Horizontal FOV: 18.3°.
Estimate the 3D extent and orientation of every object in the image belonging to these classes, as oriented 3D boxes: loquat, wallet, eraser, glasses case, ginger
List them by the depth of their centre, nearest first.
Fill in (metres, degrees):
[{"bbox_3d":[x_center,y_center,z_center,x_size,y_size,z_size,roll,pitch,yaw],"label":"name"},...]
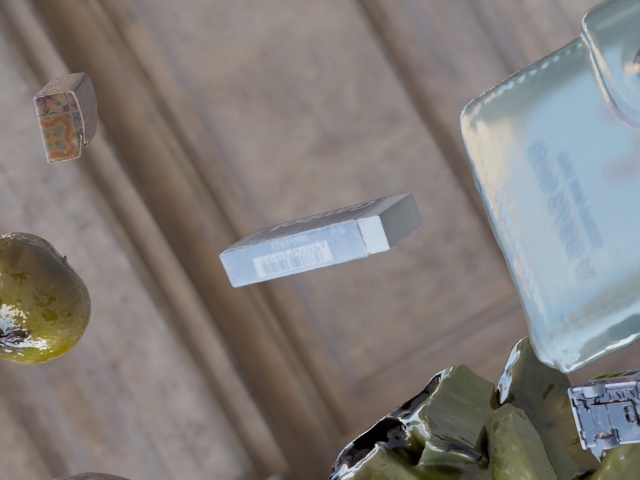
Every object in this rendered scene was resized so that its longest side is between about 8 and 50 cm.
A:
[{"bbox_3d":[0.276,-0.081,1.480,0.083,0.360,0.252,14,-127,-54],"label":"wallet"},{"bbox_3d":[0.221,0.261,1.974,0.211,0.413,0.358,-34,67,61],"label":"ginger"},{"bbox_3d":[0.000,0.000,2.176,0.092,0.212,0.046,-33,-74,-55],"label":"eraser"},{"bbox_3d":[-0.278,-0.139,2.210,0.218,0.049,0.075,-106,4,-80],"label":"glasses case"},{"bbox_3d":[-0.364,0.068,2.455,0.172,0.149,0.204,33,-154,-6],"label":"loquat"}]

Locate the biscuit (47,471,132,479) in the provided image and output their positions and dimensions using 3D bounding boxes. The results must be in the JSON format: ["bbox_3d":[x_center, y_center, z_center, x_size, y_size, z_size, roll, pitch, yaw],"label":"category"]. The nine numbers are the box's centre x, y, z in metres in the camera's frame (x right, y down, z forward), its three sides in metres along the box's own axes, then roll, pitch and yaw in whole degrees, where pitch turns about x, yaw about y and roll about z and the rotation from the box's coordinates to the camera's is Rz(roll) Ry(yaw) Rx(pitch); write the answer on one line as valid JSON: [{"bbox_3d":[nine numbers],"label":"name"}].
[{"bbox_3d":[-0.240,0.445,2.808,0.312,0.057,0.351,18,-158,-24],"label":"biscuit"}]

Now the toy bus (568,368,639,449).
[{"bbox_3d":[0.235,0.117,1.422,0.058,0.102,0.052,-19,-84,-47],"label":"toy bus"}]
